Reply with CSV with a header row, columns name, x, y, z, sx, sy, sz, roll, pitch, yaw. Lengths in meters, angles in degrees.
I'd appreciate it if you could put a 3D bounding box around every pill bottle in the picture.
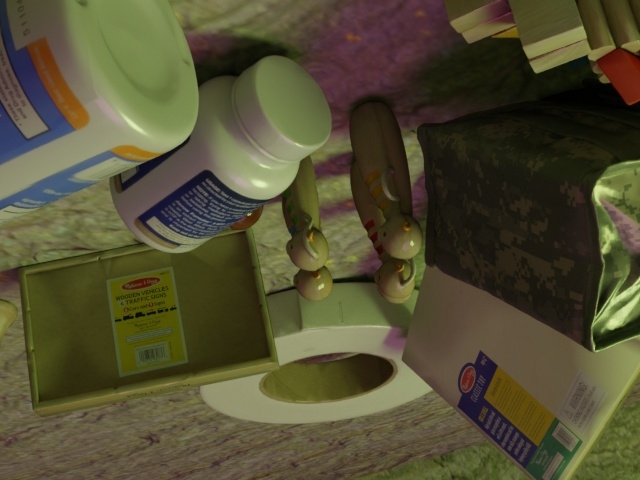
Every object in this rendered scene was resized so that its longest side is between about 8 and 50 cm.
name,x,y,z,sx,sy,sz,roll,pitch,yaw
pill bottle,-0.083,-0.073,0.876,0.112,0.112,0.186,10,150,-44
pill bottle,-0.233,-0.087,0.709,0.272,0.152,0.152,-20,157,21

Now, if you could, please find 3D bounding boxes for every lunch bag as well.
name,x,y,z,sx,sy,sz,roll,pitch,yaw
lunch bag,0.267,-0.043,0.891,0.287,0.169,0.235,-14,-158,-24

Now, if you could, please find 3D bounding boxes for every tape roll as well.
name,x,y,z,sx,sy,sz,roll,pitch,yaw
tape roll,0.008,0.176,1.542,0.391,0.072,0.392,-6,151,-3

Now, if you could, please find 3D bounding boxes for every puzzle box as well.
name,x,y,z,sx,sy,sz,roll,pitch,yaw
puzzle box,0.230,0.113,1.204,0.052,0.272,0.409,-37,155,-26

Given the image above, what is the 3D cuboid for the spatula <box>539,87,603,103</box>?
name,x,y,z,sx,sy,sz,roll,pitch,yaw
spatula,0.355,-0.162,0.999,0.296,0.030,0.084,-15,155,8

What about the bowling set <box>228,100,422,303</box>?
name,x,y,z,sx,sy,sz,roll,pitch,yaw
bowling set,0.000,0.000,1.046,0.199,0.154,0.287,-13,158,3

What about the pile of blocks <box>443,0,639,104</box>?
name,x,y,z,sx,sy,sz,roll,pitch,yaw
pile of blocks,0.261,-0.147,0.782,0.362,0.113,0.149,-5,158,-15

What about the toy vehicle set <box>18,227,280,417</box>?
name,x,y,z,sx,sy,sz,roll,pitch,yaw
toy vehicle set,-0.190,0.086,1.143,0.266,0.166,0.035,-11,158,-2

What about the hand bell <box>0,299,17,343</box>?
name,x,y,z,sx,sy,sz,roll,pitch,yaw
hand bell,-0.407,0.201,1.212,0.126,0.242,0.126,-11,159,-4
